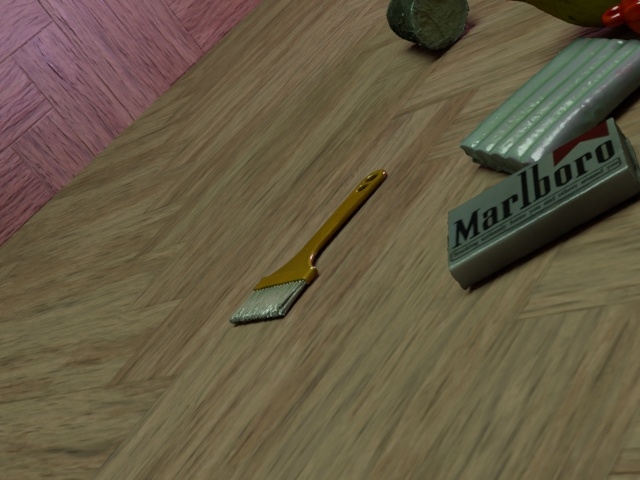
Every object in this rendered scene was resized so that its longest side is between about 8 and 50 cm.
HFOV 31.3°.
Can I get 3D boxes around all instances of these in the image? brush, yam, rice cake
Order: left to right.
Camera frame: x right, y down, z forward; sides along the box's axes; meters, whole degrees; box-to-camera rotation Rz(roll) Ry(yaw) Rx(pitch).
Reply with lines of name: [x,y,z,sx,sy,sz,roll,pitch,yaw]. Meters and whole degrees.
brush: [0.000,0.000,1.332,0.103,0.013,0.272,-13,29,51]
yam: [0.161,-0.347,1.743,0.107,0.107,0.183,-38,17,-1]
rice cake: [0.249,-0.141,1.166,0.198,0.037,0.189,-39,19,-6]

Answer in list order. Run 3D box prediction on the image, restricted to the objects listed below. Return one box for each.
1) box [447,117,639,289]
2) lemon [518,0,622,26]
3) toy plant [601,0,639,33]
box: [0.193,-0.033,1.008,0.177,0.036,0.115,-31,19,21]
lemon: [0.316,-0.362,1.257,0.267,0.267,0.267,-33,18,13]
toy plant: [0.379,-0.236,1.056,0.240,0.088,0.154,-24,25,20]
